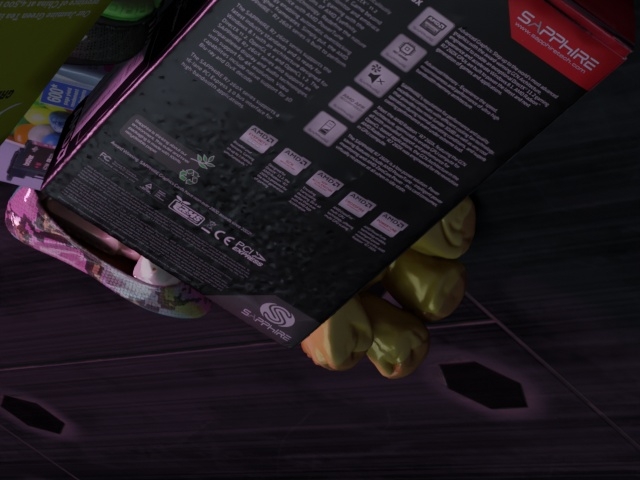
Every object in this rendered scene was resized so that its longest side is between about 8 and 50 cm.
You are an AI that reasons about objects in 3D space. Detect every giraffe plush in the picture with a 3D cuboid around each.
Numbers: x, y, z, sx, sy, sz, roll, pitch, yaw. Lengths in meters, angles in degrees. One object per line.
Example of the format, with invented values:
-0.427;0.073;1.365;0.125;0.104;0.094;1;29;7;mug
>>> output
0.000;0.000;1.604;0.210;0.181;0.170;33;176;-40;giraffe plush

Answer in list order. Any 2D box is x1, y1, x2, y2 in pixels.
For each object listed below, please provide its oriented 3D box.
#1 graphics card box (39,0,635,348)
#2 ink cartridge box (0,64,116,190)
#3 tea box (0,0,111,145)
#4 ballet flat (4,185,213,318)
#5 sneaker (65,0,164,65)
0.004;-0.101;1.315;0.233;0.094;0.371;32;127;-19;graphics card box
-0.277;-0.124;1.587;0.311;0.065;0.186;16;146;-9;ink cartridge box
-0.263;-0.237;1.000;0.329;0.220;0.323;50;116;15;tea box
-0.195;0.003;1.857;0.221;0.077;0.079;27;134;-7;ballet flat
-0.310;-0.124;1.395;0.483;0.185;0.202;-6;102;29;sneaker
